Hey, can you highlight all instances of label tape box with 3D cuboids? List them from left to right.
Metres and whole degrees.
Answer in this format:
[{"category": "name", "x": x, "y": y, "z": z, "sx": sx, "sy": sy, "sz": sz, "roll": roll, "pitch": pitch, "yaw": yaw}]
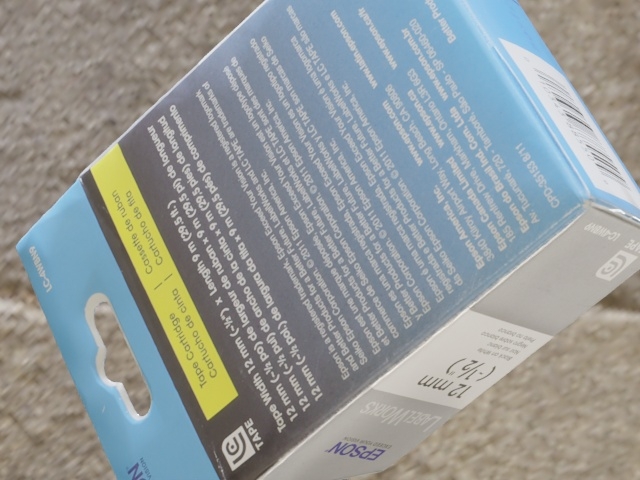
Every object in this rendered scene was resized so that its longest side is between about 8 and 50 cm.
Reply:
[{"category": "label tape box", "x": 0.000, "y": 0.000, "z": 1.134, "sx": 0.115, "sy": 0.348, "sz": 0.249, "roll": 16, "pitch": 39, "yaw": -52}]
